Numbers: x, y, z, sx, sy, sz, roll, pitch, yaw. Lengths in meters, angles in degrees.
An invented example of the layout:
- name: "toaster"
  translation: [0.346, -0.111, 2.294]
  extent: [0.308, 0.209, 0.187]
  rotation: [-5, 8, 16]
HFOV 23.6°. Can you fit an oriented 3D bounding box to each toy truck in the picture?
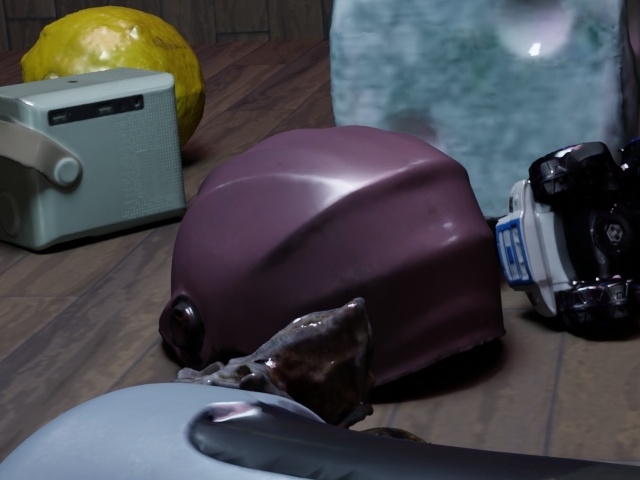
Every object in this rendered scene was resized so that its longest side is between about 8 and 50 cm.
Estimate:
- name: "toy truck"
  translation: [0.259, -0.005, 1.392]
  extent: [0.213, 0.161, 0.177]
  rotation: [-10, -3, -22]

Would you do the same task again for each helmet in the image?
- name: "helmet"
  translation: [0.000, 0.000, 1.314]
  extent: [0.271, 0.197, 0.338]
  rotation: [-18, 21, -35]

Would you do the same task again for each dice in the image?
- name: "dice"
  translation: [0.220, -0.204, 1.753]
  extent: [0.348, 0.330, 0.328]
  rotation: [4, 17, 21]

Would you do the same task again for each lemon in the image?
- name: "lemon"
  translation: [-0.276, -0.203, 2.071]
  extent: [0.233, 0.233, 0.288]
  rotation: [5, 11, 31]

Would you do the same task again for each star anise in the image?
- name: "star anise"
  translation: [-0.052, 0.124, 1.014]
  extent: [0.236, 0.109, 0.223]
  rotation: [-29, -1, -40]

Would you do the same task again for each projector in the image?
- name: "projector"
  translation: [-0.288, -0.097, 1.773]
  extent: [0.242, 0.177, 0.163]
  rotation: [-14, 16, -38]

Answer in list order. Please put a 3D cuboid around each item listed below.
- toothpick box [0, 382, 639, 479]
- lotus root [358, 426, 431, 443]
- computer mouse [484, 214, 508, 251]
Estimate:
- name: "toothpick box"
  translation: [-0.003, 0.188, 0.570]
  extent: [0.355, 0.263, 0.263]
  rotation: [6, 18, 35]
- name: "lotus root"
  translation: [0.017, 0.163, 0.912]
  extent: [0.089, 0.080, 0.179]
  rotation: [9, 22, 38]
- name: "computer mouse"
  translation: [0.122, -0.004, 1.530]
  extent: [0.126, 0.071, 0.231]
  rotation: [13, 4, 7]
